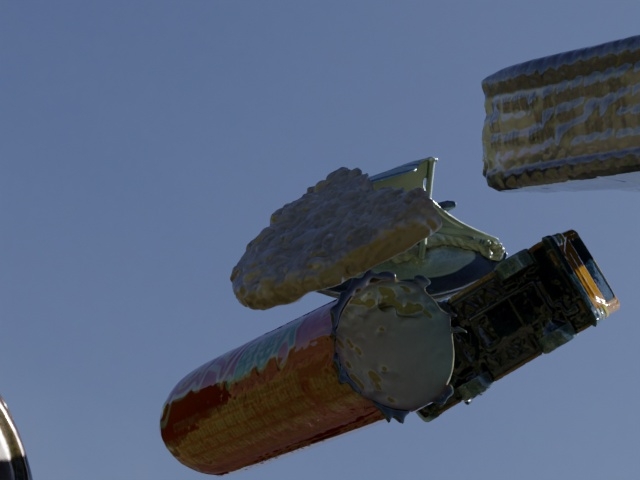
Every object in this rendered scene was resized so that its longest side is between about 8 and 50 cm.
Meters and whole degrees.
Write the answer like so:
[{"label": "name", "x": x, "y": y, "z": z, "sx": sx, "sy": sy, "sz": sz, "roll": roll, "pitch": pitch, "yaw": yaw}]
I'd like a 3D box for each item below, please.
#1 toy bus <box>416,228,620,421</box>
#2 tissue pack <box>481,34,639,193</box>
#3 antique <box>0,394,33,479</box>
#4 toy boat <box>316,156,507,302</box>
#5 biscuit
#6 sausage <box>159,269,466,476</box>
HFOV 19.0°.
[{"label": "toy bus", "x": 0.150, "y": 0.070, "z": 1.608, "sx": 0.182, "sy": 0.103, "sz": 0.091, "roll": -33, "pitch": -97, "yaw": 25}, {"label": "tissue pack", "x": 0.339, "y": -0.099, "z": 1.537, "sx": 0.288, "sy": 0.124, "sz": 0.394, "roll": 3, "pitch": -2, "yaw": -22}, {"label": "antique", "x": -0.295, "y": 0.160, "z": 1.346, "sx": 0.129, "sy": 0.223, "sz": 0.278, "roll": -23, "pitch": -73, "yaw": 12}, {"label": "toy boat", "x": 0.086, "y": -0.005, "z": 1.763, "sx": 0.210, "sy": 0.070, "sz": 0.291, "roll": 6, "pitch": -24, "yaw": -21}, {"label": "biscuit", "x": -0.003, "y": 0.001, "z": 1.322, "sx": 0.032, "sy": 0.133, "sz": 0.250, "roll": 58, "pitch": -7, "yaw": -14}, {"label": "sausage", "x": -0.023, "y": 0.089, "z": 1.074, "sx": 0.083, "sy": 0.083, "sz": 0.264, "roll": 36, "pitch": -31, "yaw": -16}]
